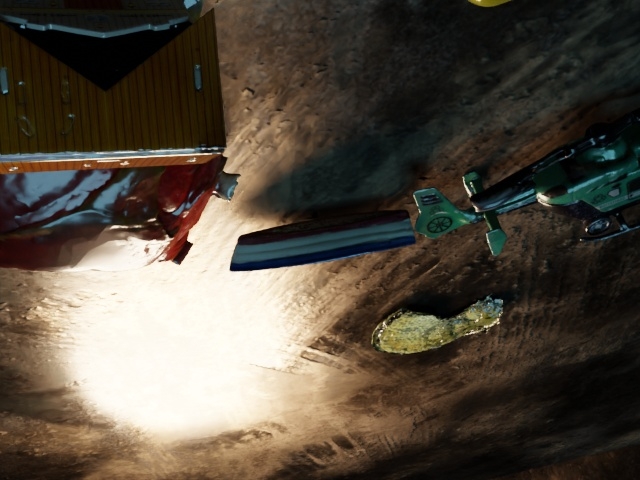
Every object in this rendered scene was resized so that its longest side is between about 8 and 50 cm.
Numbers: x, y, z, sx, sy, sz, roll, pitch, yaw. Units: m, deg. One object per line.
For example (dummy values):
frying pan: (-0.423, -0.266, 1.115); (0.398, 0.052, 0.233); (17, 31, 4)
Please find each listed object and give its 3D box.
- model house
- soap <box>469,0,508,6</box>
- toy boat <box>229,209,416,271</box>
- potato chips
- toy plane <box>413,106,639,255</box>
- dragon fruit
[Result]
model house: (-0.171, -0.112, 0.485); (0.219, 0.136, 0.207); (-5, 129, -22)
soap: (0.178, -0.235, 0.577); (0.140, 0.045, 0.089); (-13, 151, -4)
toy boat: (0.000, 0.000, 0.868); (0.229, 0.080, 0.046); (-9, 114, -4)
potato chips: (0.195, 0.145, 1.212); (0.220, 0.029, 0.202); (-8, 149, -6)
toy plane: (0.294, -0.073, 0.840); (0.382, 0.106, 0.155); (-19, 142, 9)
dragon fruit: (-0.241, -0.045, 0.667); (0.343, 0.100, 0.282); (5, 139, -31)
